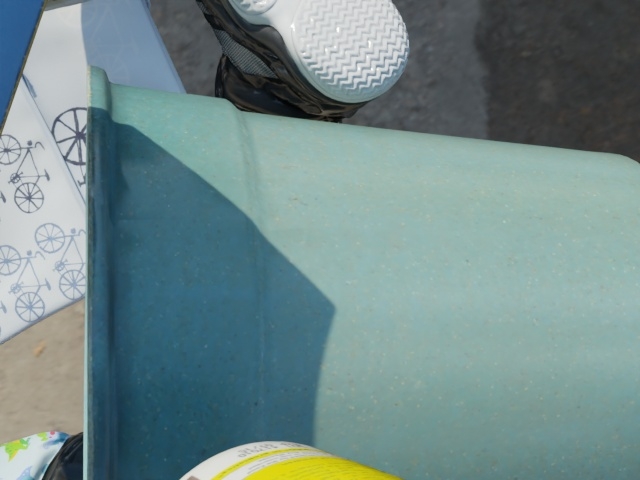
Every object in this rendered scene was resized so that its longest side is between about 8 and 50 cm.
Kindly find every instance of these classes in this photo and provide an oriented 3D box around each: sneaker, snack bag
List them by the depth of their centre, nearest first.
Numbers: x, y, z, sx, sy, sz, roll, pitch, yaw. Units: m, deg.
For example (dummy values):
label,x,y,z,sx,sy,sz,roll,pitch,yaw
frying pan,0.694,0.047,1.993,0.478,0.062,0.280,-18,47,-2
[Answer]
label,x,y,z,sx,sy,sz,roll,pitch,yaw
sneaker,-0.061,-0.172,0.915,0.101,0.153,0.268,-39,81,-25
snack bag,-0.281,-0.095,1.396,0.342,0.037,0.323,-28,105,-17

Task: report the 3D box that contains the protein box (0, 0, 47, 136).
label,x,y,z,sx,sy,sz,roll,pitch,yaw
protein box,-0.210,-0.107,0.476,0.200,0.136,0.201,22,75,-27

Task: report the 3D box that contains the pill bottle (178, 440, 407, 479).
label,x,y,z,sx,sy,sz,roll,pitch,yaw
pill bottle,0.021,0.139,0.441,0.117,0.215,0.117,0,91,-27

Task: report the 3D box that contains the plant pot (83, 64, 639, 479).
label,x,y,z,sx,sy,sz,roll,pitch,yaw
plant pot,0.024,0.071,0.801,0.334,0.341,0.341,1,79,-9

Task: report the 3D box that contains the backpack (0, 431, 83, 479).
label,x,y,z,sx,sy,sz,roll,pitch,yaw
backpack,-0.405,0.394,1.653,0.273,0.355,0.290,33,46,-24

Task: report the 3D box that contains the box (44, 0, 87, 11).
label,x,y,z,sx,sy,sz,roll,pitch,yaw
box,-0.209,-0.389,1.308,0.121,0.148,0.311,49,43,-42
